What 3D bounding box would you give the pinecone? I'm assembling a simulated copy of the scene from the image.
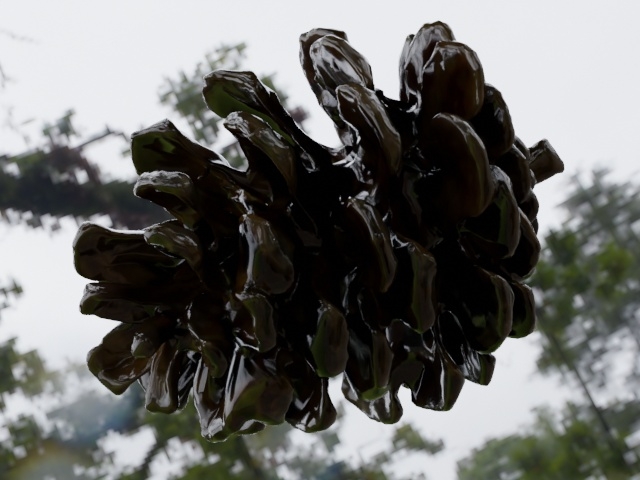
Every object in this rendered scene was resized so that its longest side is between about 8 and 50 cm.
[{"bbox_3d":[0.000,0.000,0.844,0.309,0.244,0.244,-17,-23,-26],"label":"pinecone"}]
